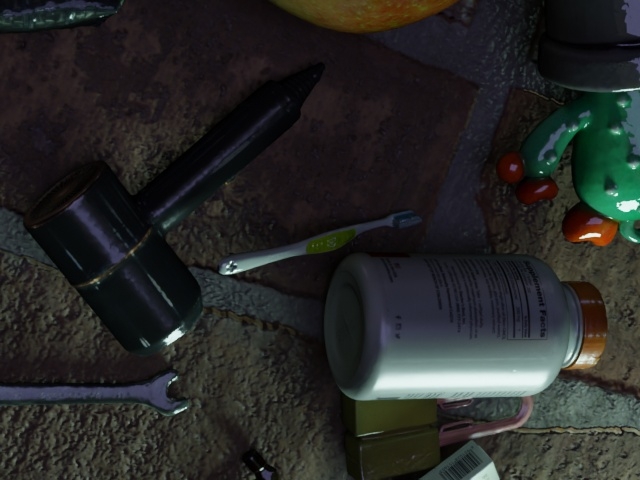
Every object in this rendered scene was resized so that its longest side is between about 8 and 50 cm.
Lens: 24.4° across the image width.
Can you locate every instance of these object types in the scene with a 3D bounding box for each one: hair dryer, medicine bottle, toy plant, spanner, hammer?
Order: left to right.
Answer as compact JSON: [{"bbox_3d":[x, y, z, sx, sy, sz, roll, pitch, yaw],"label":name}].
[{"bbox_3d":[-0.260,0.160,1.540,0.254,0.015,0.054,1,97,-19],"label":"spanner"},{"bbox_3d":[-0.122,0.300,1.611,0.178,0.021,0.065,-36,108,-7],"label":"hammer"},{"bbox_3d":[-0.111,-0.056,1.518,0.352,0.107,0.189,-41,112,-14],"label":"hair dryer"},{"bbox_3d":[0.160,0.092,1.597,0.288,0.157,0.157,1,99,-19],"label":"medicine bottle"},{"bbox_3d":[0.336,-0.179,1.604,0.279,0.185,0.400,-27,117,-41],"label":"toy plant"}]

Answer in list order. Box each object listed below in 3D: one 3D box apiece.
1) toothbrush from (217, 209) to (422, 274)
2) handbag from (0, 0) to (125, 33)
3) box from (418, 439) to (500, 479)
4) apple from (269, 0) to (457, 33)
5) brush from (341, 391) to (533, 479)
[{"bbox_3d":[0.000,0.000,1.560,0.263,0.026,0.022,-14,116,-33],"label":"toothbrush"},{"bbox_3d":[-0.297,-0.288,1.424,0.270,0.088,0.175,-6,93,-18],"label":"handbag"},{"bbox_3d":[0.133,0.304,1.661,0.152,0.048,0.100,-37,138,-11],"label":"box"},{"bbox_3d":[0.058,-0.358,1.422,0.319,0.277,0.319,-4,101,-20],"label":"apple"},{"bbox_3d":[0.140,0.200,1.668,0.233,0.047,0.103,-8,104,-20],"label":"brush"}]
